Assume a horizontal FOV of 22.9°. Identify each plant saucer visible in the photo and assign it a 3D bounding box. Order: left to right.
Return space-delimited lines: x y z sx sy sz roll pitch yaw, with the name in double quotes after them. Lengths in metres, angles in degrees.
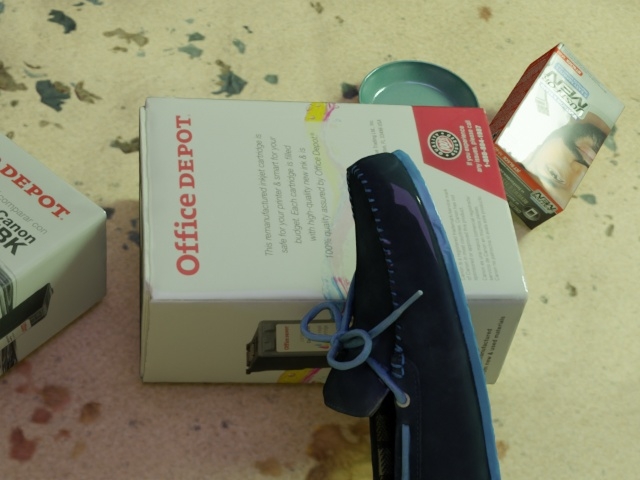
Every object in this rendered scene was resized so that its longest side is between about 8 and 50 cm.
0.094 -0.127 1.534 0.119 0.021 0.119 4 49 -5 "plant saucer"

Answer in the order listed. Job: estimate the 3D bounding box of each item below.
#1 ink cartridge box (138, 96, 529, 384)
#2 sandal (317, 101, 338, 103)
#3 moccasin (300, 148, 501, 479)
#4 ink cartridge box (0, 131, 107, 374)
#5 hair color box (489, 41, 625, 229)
0.000 0.000 1.335 0.306 0.131 0.226 1 50 -8 "ink cartridge box"
0.047 -0.083 1.466 0.180 0.072 0.049 20 70 2 "sandal"
0.057 0.108 1.158 0.117 0.138 0.342 -13 90 -5 "moccasin"
-0.331 0.029 1.262 0.197 0.114 0.273 36 52 21 "ink cartridge box"
0.213 -0.100 1.489 0.093 0.053 0.167 43 52 -10 "hair color box"
